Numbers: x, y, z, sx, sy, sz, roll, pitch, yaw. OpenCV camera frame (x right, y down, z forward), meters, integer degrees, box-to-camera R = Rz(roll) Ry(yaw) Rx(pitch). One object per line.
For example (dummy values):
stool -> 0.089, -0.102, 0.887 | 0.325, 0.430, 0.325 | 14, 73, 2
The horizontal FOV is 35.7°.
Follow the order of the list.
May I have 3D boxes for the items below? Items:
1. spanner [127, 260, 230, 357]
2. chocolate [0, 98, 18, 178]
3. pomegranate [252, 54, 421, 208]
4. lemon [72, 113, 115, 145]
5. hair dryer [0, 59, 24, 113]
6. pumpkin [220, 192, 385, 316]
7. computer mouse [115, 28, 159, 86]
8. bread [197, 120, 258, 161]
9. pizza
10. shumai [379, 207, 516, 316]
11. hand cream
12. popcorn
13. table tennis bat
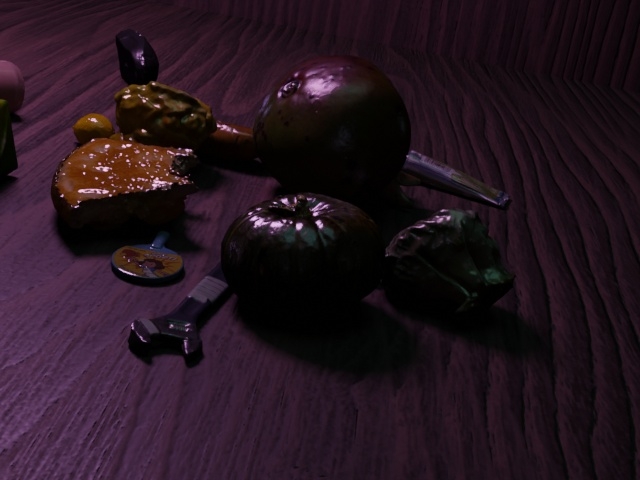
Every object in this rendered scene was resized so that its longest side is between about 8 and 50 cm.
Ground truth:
spanner -> -0.153, 0.082, 1.293 | 0.087, 0.024, 0.316 | 16, 20, 10
chocolate -> -0.654, -0.156, 1.504 | 0.300, 0.137, 0.289 | 13, 21, 7
pomegranate -> 0.026, -0.164, 1.767 | 0.290, 0.323, 0.291 | -10, 42, 9
lemon -> -0.421, -0.203, 1.839 | 0.092, 0.065, 0.065 | 11, 20, 21
hair dryer -> -0.740, -0.328, 1.985 | 0.189, 0.107, 0.344 | -6, 20, -37
pumpkin -> -0.023, 0.015, 1.336 | 0.223, 0.157, 0.224 | -1, 19, 0
computer mouse -> -0.421, -0.415, 2.318 | 0.073, 0.122, 0.217 | -13, 31, -22
bread -> -0.183, -0.191, 1.910 | 0.189, 0.077, 0.114 | 18, 2, 22
pizza -> -0.303, -0.084, 1.554 | 0.223, 0.089, 0.323 | 1, 24, -7
shumai -> 0.180, 0.057, 1.418 | 0.184, 0.184, 0.142 | -2, 54, -30
hand cream -> 0.261, -0.119, 1.983 | 0.235, 0.055, 0.086 | 23, 25, 11
popcorn -> -0.287, -0.204, 1.794 | 0.197, 0.156, 0.197 | 6, 5, -1
table tennis bat -> -0.238, 0.023, 1.404 | 0.100, 0.019, 0.155 | 10, 23, 2
